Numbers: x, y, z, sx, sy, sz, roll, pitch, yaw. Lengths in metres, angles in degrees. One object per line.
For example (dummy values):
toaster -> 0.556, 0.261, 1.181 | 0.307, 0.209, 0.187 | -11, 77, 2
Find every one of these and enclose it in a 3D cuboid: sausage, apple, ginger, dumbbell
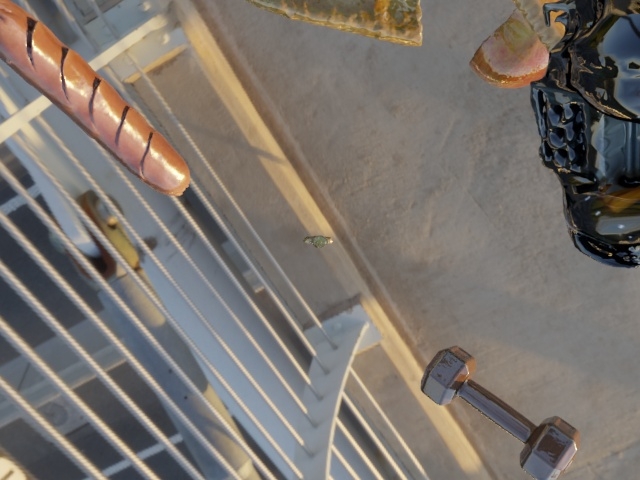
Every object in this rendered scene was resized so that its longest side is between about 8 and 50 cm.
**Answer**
sausage -> -0.339, -0.201, 0.949 | 0.087, 0.088, 0.433 | -27, 140, 12
apple -> 0.541, -0.497, 1.648 | 0.163, 0.293, 0.251 | 50, 148, 8
ginger -> 0.000, 0.000, 1.668 | 0.097, 0.048, 0.030 | 1, 110, -41
dumbbell -> 0.255, 0.245, 0.913 | 0.230, 0.092, 0.082 | 35, 108, 28

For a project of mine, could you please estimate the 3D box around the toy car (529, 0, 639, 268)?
toy car -> 0.251, -0.033, 0.316 | 0.118, 0.301, 0.193 | -42, 141, -23

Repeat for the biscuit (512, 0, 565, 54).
biscuit -> 0.312, -0.249, 0.747 | 0.250, 0.160, 0.030 | 49, 144, -11

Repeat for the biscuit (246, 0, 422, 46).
biscuit -> 0.000, -0.602, 1.184 | 0.445, 0.104, 0.430 | 10, 77, -9
